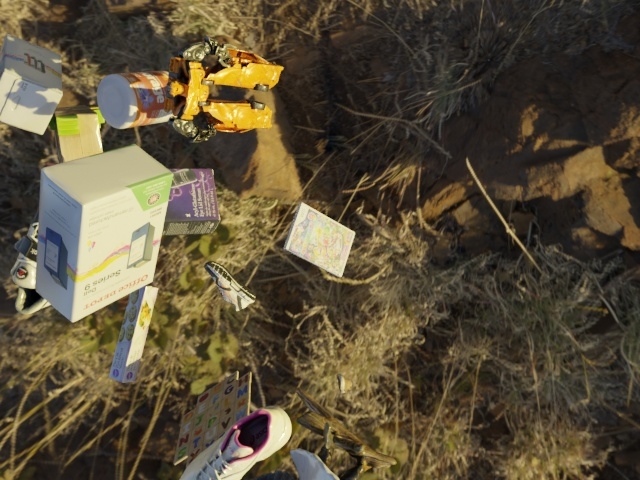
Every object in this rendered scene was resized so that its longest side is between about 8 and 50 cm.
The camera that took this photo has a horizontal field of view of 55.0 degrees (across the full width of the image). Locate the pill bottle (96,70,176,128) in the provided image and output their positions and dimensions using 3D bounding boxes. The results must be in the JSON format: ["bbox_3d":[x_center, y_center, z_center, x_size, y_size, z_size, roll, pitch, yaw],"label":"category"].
[{"bbox_3d":[-0.400,-0.334,1.439,0.121,0.216,0.121,11,112,29],"label":"pill bottle"}]

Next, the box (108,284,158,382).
[{"bbox_3d":[-0.616,0.303,2.031,0.067,0.063,0.324,13,88,28],"label":"box"}]

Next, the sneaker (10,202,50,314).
[{"bbox_3d":[-0.617,0.037,1.381,0.122,0.146,0.330,24,121,5],"label":"sneaker"}]

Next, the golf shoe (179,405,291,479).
[{"bbox_3d":[-0.197,0.449,1.263,0.306,0.140,0.115,-43,69,-13],"label":"golf shoe"}]

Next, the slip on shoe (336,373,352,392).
[{"bbox_3d":[0.076,0.442,1.905,0.041,0.135,0.051,-14,61,-3],"label":"slip on shoe"}]

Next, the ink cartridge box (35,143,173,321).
[{"bbox_3d":[-0.308,-0.011,0.873,0.093,0.154,0.212,36,127,19],"label":"ink cartridge box"}]

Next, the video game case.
[{"bbox_3d":[0.000,0.000,1.054,0.122,0.087,0.011,28,160,-28],"label":"video game case"}]

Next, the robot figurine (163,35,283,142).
[{"bbox_3d":[-0.207,-0.310,1.281,0.085,0.291,0.211,27,113,34],"label":"robot figurine"}]

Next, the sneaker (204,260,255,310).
[{"bbox_3d":[-0.168,0.082,1.085,0.109,0.040,0.044,45,107,-7],"label":"sneaker"}]

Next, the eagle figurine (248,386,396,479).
[{"bbox_3d":[-0.023,0.412,0.902,0.225,0.226,0.298,36,85,-23],"label":"eagle figurine"}]

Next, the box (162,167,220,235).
[{"bbox_3d":[-0.383,-0.100,1.616,0.108,0.207,0.153,138,124,-60],"label":"box"}]

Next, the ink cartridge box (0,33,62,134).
[{"bbox_3d":[-0.675,-0.355,1.404,0.127,0.176,0.128,18,125,-36],"label":"ink cartridge box"}]

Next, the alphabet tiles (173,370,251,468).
[{"bbox_3d":[-0.336,0.553,1.936,0.285,0.342,0.011,-35,110,10],"label":"alphabet tiles"}]

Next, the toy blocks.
[{"bbox_3d":[-0.644,-0.217,1.645,0.191,0.381,0.261,-10,108,-24],"label":"toy blocks"}]
